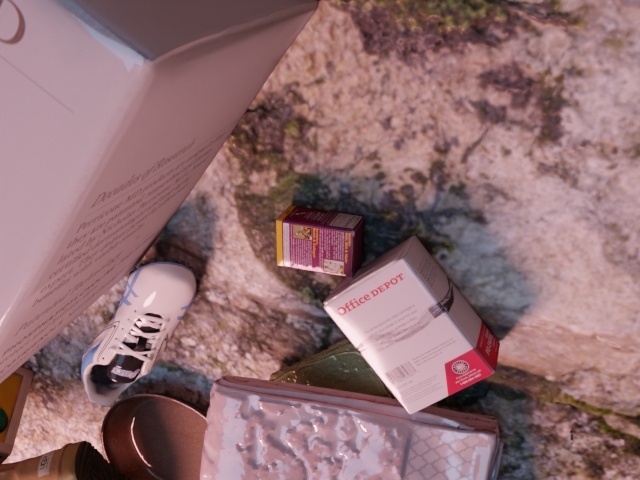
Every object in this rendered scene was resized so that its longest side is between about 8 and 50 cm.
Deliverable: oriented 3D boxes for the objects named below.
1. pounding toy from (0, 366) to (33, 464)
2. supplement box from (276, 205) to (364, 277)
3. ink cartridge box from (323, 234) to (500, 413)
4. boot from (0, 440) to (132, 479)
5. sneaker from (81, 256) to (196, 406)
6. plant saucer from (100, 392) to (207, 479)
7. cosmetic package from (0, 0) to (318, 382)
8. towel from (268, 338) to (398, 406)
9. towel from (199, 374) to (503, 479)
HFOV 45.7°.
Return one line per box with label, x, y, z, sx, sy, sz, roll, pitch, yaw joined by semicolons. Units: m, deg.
pounding toy;-0.487;0.178;0.972;0.206;0.181;0.094;30;125;-28
supplement box;0.000;0.000;0.777;0.083;0.043;0.055;10;117;16
ink cartridge box;0.093;0.085;0.772;0.109;0.063;0.150;-34;99;30
boot;-0.376;0.349;0.962;0.269;0.089;0.236;-14;123;11
sneaker;-0.207;0.108;0.871;0.085;0.086;0.237;18;131;-27
plant saucer;-0.188;0.272;0.979;0.198;0.036;0.199;8;117;16
cosmetic package;-0.275;-0.133;0.651;0.329;0.327;0.394;39;120;-1
towel;0.020;0.171;0.861;0.148;0.027;0.110;-29;103;28
towel;0.018;0.329;0.823;0.316;0.053;0.332;8;96;1
